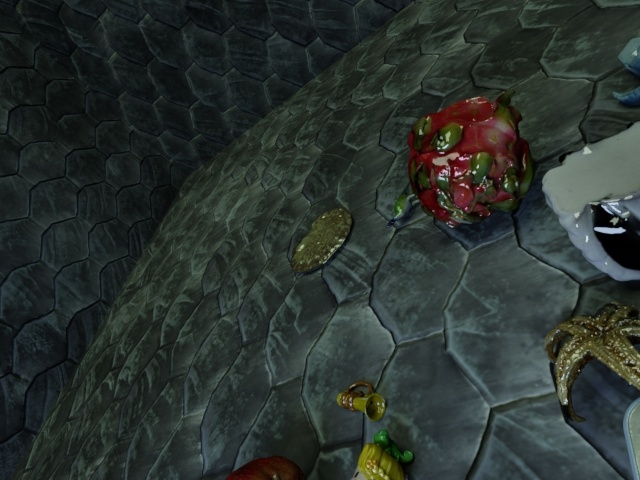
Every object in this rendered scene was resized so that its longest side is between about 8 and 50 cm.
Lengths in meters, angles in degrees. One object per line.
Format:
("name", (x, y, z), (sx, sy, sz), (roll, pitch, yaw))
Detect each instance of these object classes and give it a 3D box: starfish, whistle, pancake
("starfish", (0.341, 0.145, 0.541), (0.146, 0.074, 0.190), (-31, 10, 13))
("whistle", (0.069, 0.281, 0.819), (0.109, 0.046, 0.057), (-6, 61, 59))
("pancake", (0.000, 0.000, 1.297), (0.235, 0.029, 0.212), (-48, 28, -2))
("whistle", (0.619, -0.311, 0.791), (0.269, 0.093, 0.180), (-102, 36, -59))

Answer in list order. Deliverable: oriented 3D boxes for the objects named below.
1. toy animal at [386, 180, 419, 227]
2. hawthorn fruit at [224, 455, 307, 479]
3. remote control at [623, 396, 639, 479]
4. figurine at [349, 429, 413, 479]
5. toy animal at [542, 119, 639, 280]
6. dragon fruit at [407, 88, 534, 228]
("toy animal", (0.226, -0.113, 1.128), (0.075, 0.041, 0.217), (-15, 36, 47))
("hawthorn fruit", (-0.097, 0.445, 0.701), (0.200, 0.179, 0.179), (-55, 24, 20))
("remote control", (0.359, 0.265, 0.435), (0.087, 0.047, 0.244), (-19, 37, 35))
("figurine", (0.091, 0.363, 0.653), (0.156, 0.115, 0.095), (-46, -14, -44))
("toy animal", (0.439, -0.055, 0.635), (0.208, 0.156, 0.204), (-26, 31, 20))
("dragon fruit", (0.290, -0.160, 0.907), (0.231, 0.237, 0.303), (-10, 29, 17))
